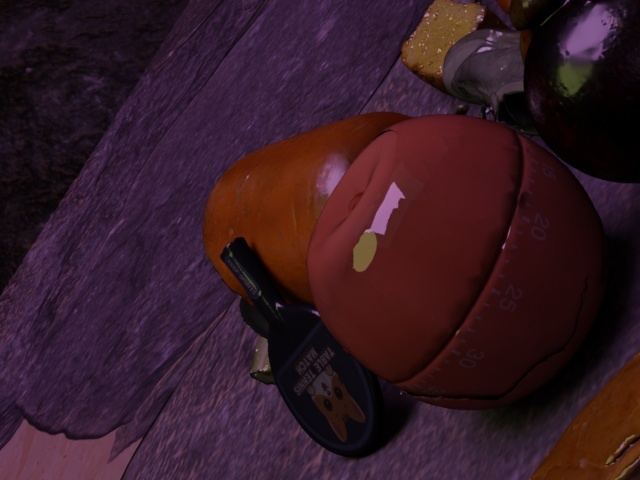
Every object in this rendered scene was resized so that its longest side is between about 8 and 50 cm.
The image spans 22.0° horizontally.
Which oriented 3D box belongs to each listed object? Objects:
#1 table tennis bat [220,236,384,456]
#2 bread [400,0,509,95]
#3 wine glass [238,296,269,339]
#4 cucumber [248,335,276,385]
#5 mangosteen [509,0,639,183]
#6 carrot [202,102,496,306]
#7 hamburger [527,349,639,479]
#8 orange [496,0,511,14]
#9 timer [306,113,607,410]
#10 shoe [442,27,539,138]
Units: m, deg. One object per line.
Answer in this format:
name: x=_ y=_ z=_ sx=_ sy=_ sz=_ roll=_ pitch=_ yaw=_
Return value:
table tennis bat: x=-0.018 y=0.098 z=1.537 sx=0.027 sy=0.236 sz=0.150 roll=-27 pitch=-16 yaw=-35
bread: x=0.152 y=-0.213 z=1.824 sx=0.103 sy=0.065 sz=0.187 roll=-55 pitch=18 yaw=-1
wine glass: x=0.000 y=0.000 z=1.783 sx=0.103 sy=0.103 sz=0.231 roll=-33 pitch=24 yaw=49
cucumber: x=-0.034 y=0.110 z=1.797 sx=0.067 sy=0.035 sz=0.107 roll=-17 pitch=39 yaw=33
mangosteen: x=0.244 y=-0.145 z=1.283 sx=0.210 sy=0.210 sz=0.210 roll=-47 pitch=21 yaw=25
carrot: x=0.051 y=-0.021 z=1.565 sx=0.331 sy=0.214 sz=0.193 roll=-17 pitch=60 yaw=60
hamburger: x=0.224 y=0.140 z=0.959 sx=0.282 sy=0.155 sz=0.245 roll=-60 pitch=12 yaw=-24
orange: x=0.246 y=-0.310 z=1.585 sx=0.224 sy=0.170 sz=0.224 roll=-50 pitch=19 yaw=23
timer: x=0.110 y=0.017 z=1.325 sx=0.230 sy=0.215 sz=0.230 roll=-53 pitch=15 yaw=20
shoe: x=0.196 y=-0.146 z=1.547 sx=0.098 sy=0.103 sz=0.275 roll=-63 pitch=21 yaw=-12
